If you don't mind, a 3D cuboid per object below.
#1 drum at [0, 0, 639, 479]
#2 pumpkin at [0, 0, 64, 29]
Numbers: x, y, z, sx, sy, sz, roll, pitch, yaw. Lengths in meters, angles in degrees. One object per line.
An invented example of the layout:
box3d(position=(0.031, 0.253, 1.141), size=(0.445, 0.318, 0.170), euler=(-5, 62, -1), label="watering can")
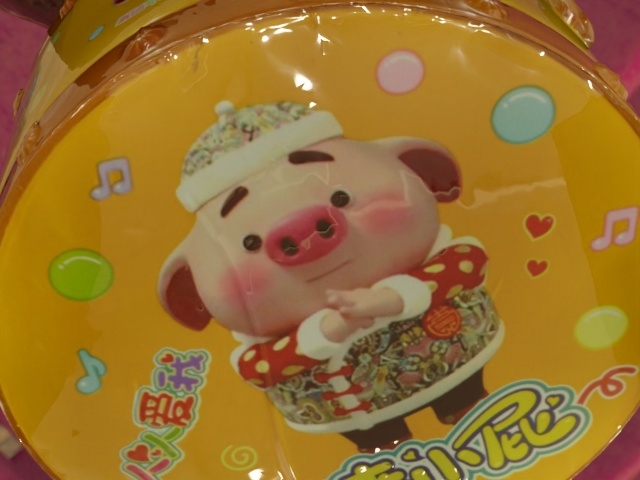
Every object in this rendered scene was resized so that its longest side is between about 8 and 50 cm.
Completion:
box3d(position=(0.000, 0.000, 0.715), size=(0.431, 0.214, 0.431), euler=(-4, 123, -6), label="drum")
box3d(position=(-0.208, -0.298, 0.837), size=(0.256, 0.303, 0.225), euler=(-35, 141, 2), label="pumpkin")
